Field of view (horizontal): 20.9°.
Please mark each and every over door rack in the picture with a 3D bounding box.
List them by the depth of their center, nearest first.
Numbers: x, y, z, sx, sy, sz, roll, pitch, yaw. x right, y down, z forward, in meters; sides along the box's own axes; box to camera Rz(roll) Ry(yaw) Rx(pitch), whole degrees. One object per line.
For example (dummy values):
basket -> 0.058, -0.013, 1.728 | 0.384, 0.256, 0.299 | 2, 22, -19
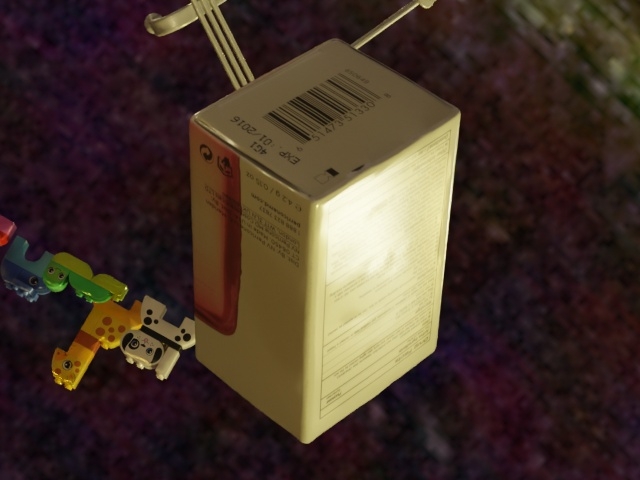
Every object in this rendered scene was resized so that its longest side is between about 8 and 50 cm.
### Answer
over door rack -> -0.031, -0.262, 1.567 | 0.108, 0.324, 0.240 | 5, -55, 58

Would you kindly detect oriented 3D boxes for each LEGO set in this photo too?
LEGO set -> -0.215, 0.066, 1.446 | 0.227, 0.093, 0.087 | 28, -12, 5

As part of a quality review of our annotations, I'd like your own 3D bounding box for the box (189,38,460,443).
box -> 0.000, 0.000, 1.237 | 0.127, 0.232, 0.148 | 34, 50, 31
